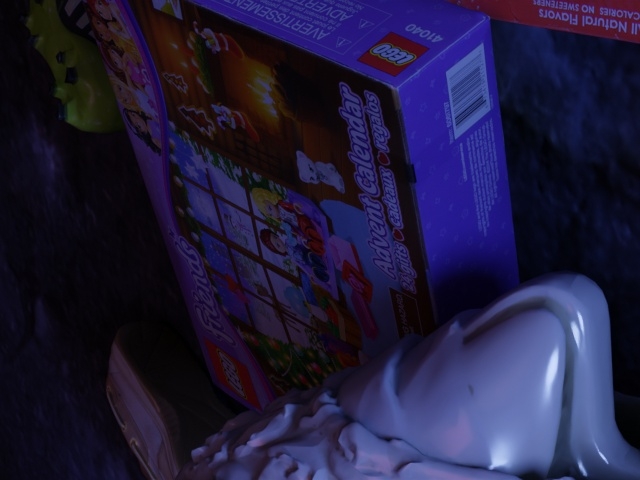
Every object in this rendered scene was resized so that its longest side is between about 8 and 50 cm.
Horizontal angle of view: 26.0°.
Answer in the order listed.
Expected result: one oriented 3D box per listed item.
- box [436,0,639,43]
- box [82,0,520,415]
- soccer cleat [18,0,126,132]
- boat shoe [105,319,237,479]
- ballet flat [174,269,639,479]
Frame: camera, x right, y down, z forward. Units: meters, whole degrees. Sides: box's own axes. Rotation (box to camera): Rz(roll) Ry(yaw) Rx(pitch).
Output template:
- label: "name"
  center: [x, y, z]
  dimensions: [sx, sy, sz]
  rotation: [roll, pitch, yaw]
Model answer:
- label: "box"
  center: [0.151, -0.138, 0.497]
  dimensions: [0.256, 0.122, 0.128]
  rotation: [18, 114, 41]
- label: "box"
  center: [0.000, 0.000, 0.650]
  dimensions: [0.201, 0.057, 0.293]
  rotation: [28, 146, 38]
- label: "soccer cleat"
  center: [-0.137, -0.125, 0.839]
  dimensions: [0.060, 0.072, 0.179]
  rotation: [-63, 37, 36]
- label: "boat shoe"
  center: [-0.083, 0.129, 0.857]
  dimensions: [0.170, 0.063, 0.059]
  rotation: [58, 137, 29]
- label: "ballet flat"
  center: [0.130, 0.076, 0.491]
  dimensions: [0.408, 0.147, 0.147]
  rotation: [5, 106, 26]
